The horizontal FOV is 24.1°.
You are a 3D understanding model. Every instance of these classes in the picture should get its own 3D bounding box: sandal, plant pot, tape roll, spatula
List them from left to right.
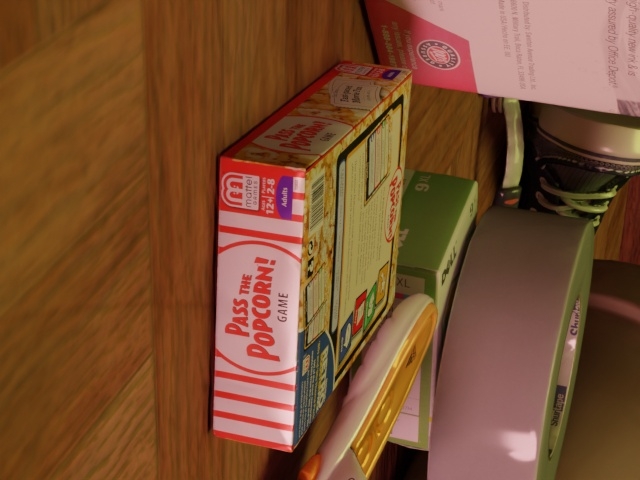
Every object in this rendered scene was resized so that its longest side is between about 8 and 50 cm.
[{"bbox_3d":[0.029,0.153,0.859,0.265,0.076,0.102,-62,162,-17],"label":"sandal"},{"bbox_3d":[0.166,-0.071,1.316,0.084,0.030,0.296,-11,124,-29],"label":"spatula"},{"bbox_3d":[0.134,0.088,1.029,0.219,0.072,0.219,10,90,-76],"label":"tape roll"},{"bbox_3d":[0.198,0.214,1.232,0.280,0.323,0.323,-33,133,-47],"label":"plant pot"}]

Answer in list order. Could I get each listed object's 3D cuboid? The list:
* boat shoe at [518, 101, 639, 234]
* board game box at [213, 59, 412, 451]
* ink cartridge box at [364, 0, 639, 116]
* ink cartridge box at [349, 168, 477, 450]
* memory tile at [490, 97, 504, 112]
[{"bbox_3d":[0.251,-0.053,1.437,0.340,0.127,0.158,-55,156,-81],"label":"boat shoe"},{"bbox_3d":[0.000,0.000,0.784,0.193,0.045,0.146,-47,143,-64],"label":"board game box"},{"bbox_3d":[0.169,-0.167,0.837,0.207,0.283,0.117,70,34,-62],"label":"ink cartridge box"},{"bbox_3d":[0.062,0.024,0.988,0.109,0.062,0.209,-61,156,-51],"label":"ink cartridge box"},{"bbox_3d":[0.168,-0.195,1.329,0.148,0.012,0.113,85,21,-45],"label":"memory tile"}]
